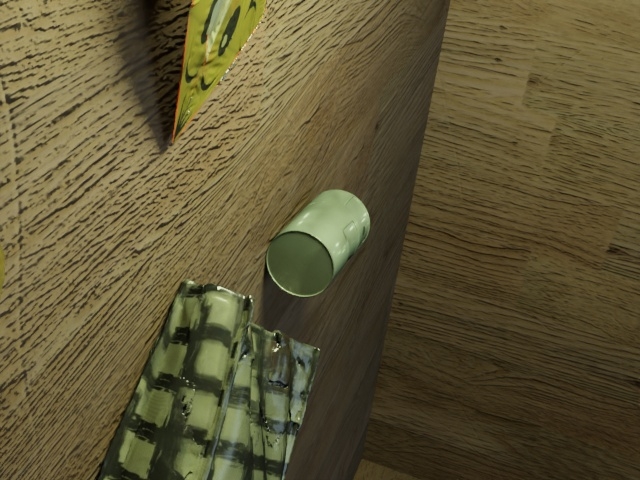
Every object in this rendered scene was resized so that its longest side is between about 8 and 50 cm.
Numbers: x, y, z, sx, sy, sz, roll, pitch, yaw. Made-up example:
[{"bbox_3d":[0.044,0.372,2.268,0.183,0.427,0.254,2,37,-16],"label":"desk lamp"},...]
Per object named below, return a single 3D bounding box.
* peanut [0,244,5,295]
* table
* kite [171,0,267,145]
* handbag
[{"bbox_3d":[-0.254,-0.008,0.486,0.110,0.120,0.236,-38,153,-21],"label":"peanut"},{"bbox_3d":[0.000,0.000,1.511,0.220,0.126,0.126,-47,150,-61],"label":"table"},{"bbox_3d":[-0.100,-0.254,0.926,0.377,0.013,0.327,-57,170,-87],"label":"kite"},{"bbox_3d":[-0.138,0.255,1.152,0.325,0.163,0.326,51,53,-64],"label":"handbag"}]
